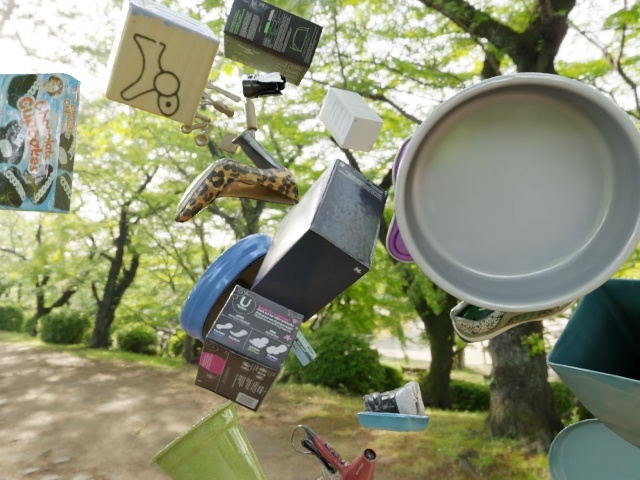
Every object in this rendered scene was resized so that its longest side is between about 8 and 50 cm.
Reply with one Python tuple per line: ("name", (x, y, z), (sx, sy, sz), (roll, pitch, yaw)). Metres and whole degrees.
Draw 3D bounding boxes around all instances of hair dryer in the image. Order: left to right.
("hair dryer", (0.041, 0.607, 1.312), (0.294, 0.223, 0.080), (-26, 5, 40))

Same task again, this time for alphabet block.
("alphabet block", (-0.352, -0.398, 1.069), (0.193, 0.197, 0.193), (15, 25, -29))

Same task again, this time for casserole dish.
("casserole dish", (0.172, 0.434, 1.165), (0.114, 0.036, 0.189), (16, -22, -38))

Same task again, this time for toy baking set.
("toy baking set", (-0.266, -0.342, 1.285), (0.197, 0.256, 0.030), (1, -24, -13))

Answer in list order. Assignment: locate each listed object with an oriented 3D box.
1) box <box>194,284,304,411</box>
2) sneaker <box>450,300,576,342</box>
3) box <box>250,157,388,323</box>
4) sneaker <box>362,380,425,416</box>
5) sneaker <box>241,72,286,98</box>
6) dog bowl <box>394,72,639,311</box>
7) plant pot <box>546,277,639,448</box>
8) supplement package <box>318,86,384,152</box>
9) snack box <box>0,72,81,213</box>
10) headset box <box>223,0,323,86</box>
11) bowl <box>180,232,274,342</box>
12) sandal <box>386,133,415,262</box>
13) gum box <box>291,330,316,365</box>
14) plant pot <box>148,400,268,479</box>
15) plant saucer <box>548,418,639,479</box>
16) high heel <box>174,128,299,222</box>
("box", (-0.155, 0.237, 1.044), (0.164, 0.142, 0.247), (25, -40, -1))
("sneaker", (0.536, 0.159, 1.342), (0.410, 0.158, 0.182), (-34, -30, 19))
("box", (0.000, 0.000, 1.244), (0.183, 0.294, 0.296), (33, -48, -14))
("sneaker", (0.208, 0.472, 1.408), (0.153, 0.101, 0.269), (-16, -19, 17))
("sneaker", (-0.110, -0.316, 0.998), (0.089, 0.051, 0.170), (-5, 21, 3))
("dog bowl", (0.226, -0.056, 0.578), (0.265, 0.264, 0.104), (-7, 10, 17))
("plant pot", (0.467, 0.192, 0.662), (0.165, 0.234, 0.166), (-48, 21, -22))
("supplement package", (0.112, -0.460, 1.856), (0.139, 0.244, 0.133), (3, -52, -29))
("snack box", (-0.671, -0.227, 1.141), (0.187, 0.321, 0.060), (3, -3, 12))
("headset box", (-0.161, -0.606, 1.483), (0.283, 0.131, 0.246), (18, 1, -10))
("bowl", (-0.256, 0.154, 1.507), (0.077, 0.391, 0.391), (37, 12, 17))
("sandal", (0.270, -0.090, 1.345), (0.170, 0.415, 0.102), (10, 38, 13))
("gum box", (-0.078, 0.346, 1.666), (0.041, 0.156, 0.184), (-35, -9, -3))
("plant pot", (-0.285, 0.631, 1.354), (0.276, 0.253, 0.276), (-36, -12, -9))
("plant saucer", (0.740, 0.586, 1.209), (0.318, 0.317, 0.044), (-8, 4, 39))
("high heel", (-0.149, -0.079, 0.948), (0.093, 0.186, 0.261), (-20, 29, 50))
